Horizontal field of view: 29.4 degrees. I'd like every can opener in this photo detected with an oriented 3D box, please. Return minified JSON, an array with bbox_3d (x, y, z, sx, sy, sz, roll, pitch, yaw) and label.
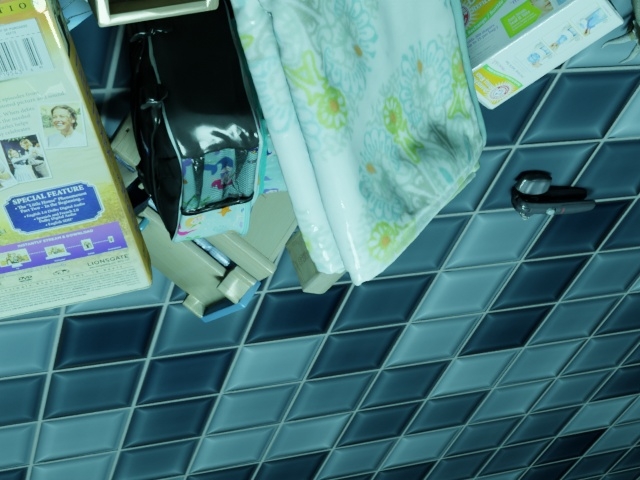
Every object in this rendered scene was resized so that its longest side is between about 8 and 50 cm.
[{"bbox_3d":[0.385,-0.065,2.003,0.186,0.059,0.073,6,139,-36],"label":"can opener"}]

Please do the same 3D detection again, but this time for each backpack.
[{"bbox_3d":[-0.122,-0.125,1.358,0.191,0.225,0.253,-6,147,-17],"label":"backpack"}]

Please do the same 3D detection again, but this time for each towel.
[{"bbox_3d":[0.056,-0.182,1.287,0.090,0.374,0.320,-2,-154,35],"label":"towel"}]

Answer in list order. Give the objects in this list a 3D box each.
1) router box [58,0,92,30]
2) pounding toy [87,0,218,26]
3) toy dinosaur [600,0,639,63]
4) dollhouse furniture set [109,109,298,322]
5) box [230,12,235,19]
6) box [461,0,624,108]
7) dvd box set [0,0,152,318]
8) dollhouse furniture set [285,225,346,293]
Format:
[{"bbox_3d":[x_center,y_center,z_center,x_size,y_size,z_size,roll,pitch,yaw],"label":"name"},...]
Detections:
[{"bbox_3d":[-0.304,-0.266,1.298,0.092,0.038,0.122,-33,147,18],"label":"router box"},{"bbox_3d":[-0.143,-0.333,1.243,0.206,0.094,0.181,-12,128,-16],"label":"pounding toy"},{"bbox_3d":[0.453,-0.317,1.559,0.160,0.121,0.313,-49,162,1],"label":"toy dinosaur"},{"bbox_3d":[-0.167,-0.068,1.653,0.286,0.198,0.303,39,152,-14],"label":"dollhouse furniture set"},{"bbox_3d":[0.028,-0.272,1.470,0.232,0.059,0.183,11,137,-41],"label":"box"},{"bbox_3d":[0.256,-0.278,1.544,0.203,0.114,0.103,-34,148,20],"label":"box"},{"bbox_3d":[-0.383,-0.080,1.325,0.307,0.062,0.420,-13,133,1],"label":"dvd box set"},{"bbox_3d":[0.000,0.000,1.751,0.129,0.184,0.129,10,137,-41],"label":"dollhouse furniture set"}]
